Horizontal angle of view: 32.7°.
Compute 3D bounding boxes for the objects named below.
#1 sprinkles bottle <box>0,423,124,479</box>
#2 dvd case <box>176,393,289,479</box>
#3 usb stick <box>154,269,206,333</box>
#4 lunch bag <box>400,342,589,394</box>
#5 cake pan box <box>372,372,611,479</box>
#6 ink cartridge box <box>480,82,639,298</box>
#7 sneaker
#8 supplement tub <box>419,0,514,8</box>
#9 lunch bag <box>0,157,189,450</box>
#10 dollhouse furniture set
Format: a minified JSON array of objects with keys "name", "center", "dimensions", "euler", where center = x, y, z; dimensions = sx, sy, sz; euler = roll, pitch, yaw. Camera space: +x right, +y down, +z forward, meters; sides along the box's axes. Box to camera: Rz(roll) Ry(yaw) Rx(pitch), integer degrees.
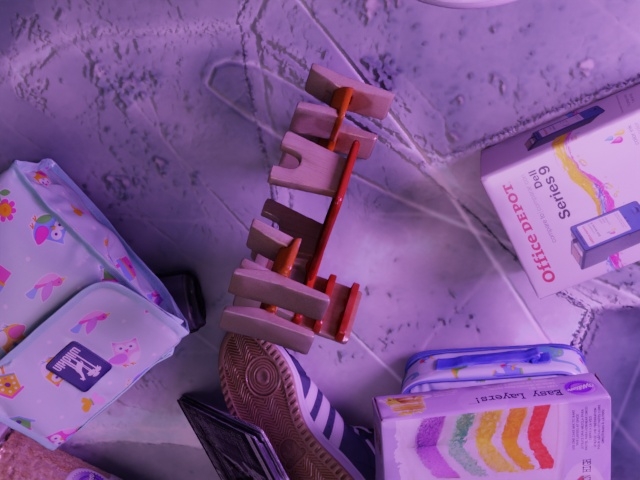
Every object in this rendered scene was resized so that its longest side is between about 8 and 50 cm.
[{"name":"sprinkles bottle","center":[-0.299,0.338,1.361],"dimensions":[0.355,0.121,0.121],"euler":[28,113,-4]},{"name":"dvd case","center":[-0.084,0.267,1.269],"dimensions":[0.018,0.221,0.165],"euler":[-33,108,-23]},{"name":"usb stick","center":[-0.270,0.088,1.294],"dimensions":[0.278,0.045,0.077],"euler":[-8,107,13]},{"name":"lunch bag","center":[0.203,0.204,1.244],"dimensions":[0.219,0.090,0.176],"euler":[-6,112,11]},{"name":"cake pan box","center":[0.183,0.282,1.167],"dimensions":[0.245,0.070,0.267],"euler":[-4,108,-3]},{"name":"ink cartridge box","center":[0.289,-0.055,1.124],"dimensions":[0.212,0.093,0.154],"euler":[-22,108,18]},{"name":"sneaker","center":[-0.003,0.216,1.289],"dimensions":[0.099,0.153,0.282],"euler":[-43,70,24]},{"name":"supplement tub","center":[0.126,-0.327,0.907],"dimensions":[0.241,0.331,0.241],"euler":[3,113,8]},{"name":"lunch bag","center":[-0.303,0.075,1.199],"dimensions":[0.223,0.160,0.262],"euler":[-42,91,7]},{"name":"dollhouse furniture set","center":[0.000,0.000,1.122],"dimensions":[0.135,0.262,0.259],"euler":[19,147,-1]}]
